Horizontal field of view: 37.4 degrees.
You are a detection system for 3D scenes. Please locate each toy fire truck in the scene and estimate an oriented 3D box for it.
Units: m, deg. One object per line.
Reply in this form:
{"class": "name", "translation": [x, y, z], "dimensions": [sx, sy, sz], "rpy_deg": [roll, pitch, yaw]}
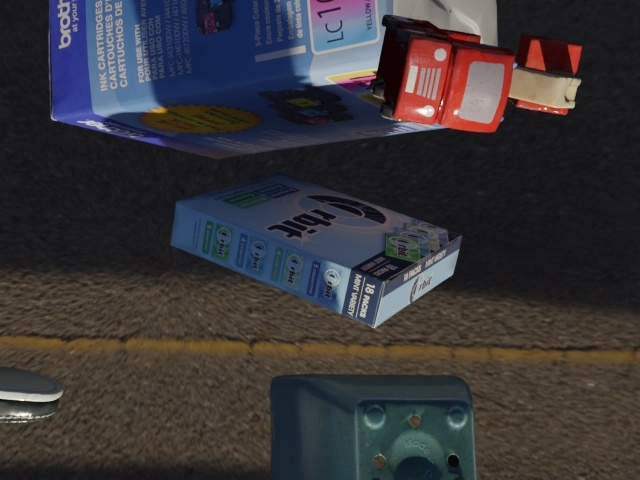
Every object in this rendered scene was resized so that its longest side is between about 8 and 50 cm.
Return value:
{"class": "toy fire truck", "translation": [0.100, -0.097, 0.554], "dimensions": [0.135, 0.192, 0.047], "rpy_deg": [9, 107, -4]}

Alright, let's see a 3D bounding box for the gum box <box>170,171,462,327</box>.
{"class": "gum box", "translation": [0.000, 0.000, 0.763], "dimensions": [0.184, 0.157, 0.041], "rpy_deg": [20, 111, 24]}

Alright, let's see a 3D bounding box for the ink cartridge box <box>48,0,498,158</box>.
{"class": "ink cartridge box", "translation": [-0.061, -0.175, 0.874], "dimensions": [0.395, 0.270, 0.151], "rpy_deg": [-3, 85, 28]}

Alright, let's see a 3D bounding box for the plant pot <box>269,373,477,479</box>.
{"class": "plant pot", "translation": [0.082, 0.280, 1.194], "dimensions": [0.247, 0.252, 0.247], "rpy_deg": [3, 75, -14]}

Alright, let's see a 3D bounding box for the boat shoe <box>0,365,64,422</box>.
{"class": "boat shoe", "translation": [-0.450, 0.194, 1.110], "dimensions": [0.302, 0.114, 0.091], "rpy_deg": [4, 93, 10]}
